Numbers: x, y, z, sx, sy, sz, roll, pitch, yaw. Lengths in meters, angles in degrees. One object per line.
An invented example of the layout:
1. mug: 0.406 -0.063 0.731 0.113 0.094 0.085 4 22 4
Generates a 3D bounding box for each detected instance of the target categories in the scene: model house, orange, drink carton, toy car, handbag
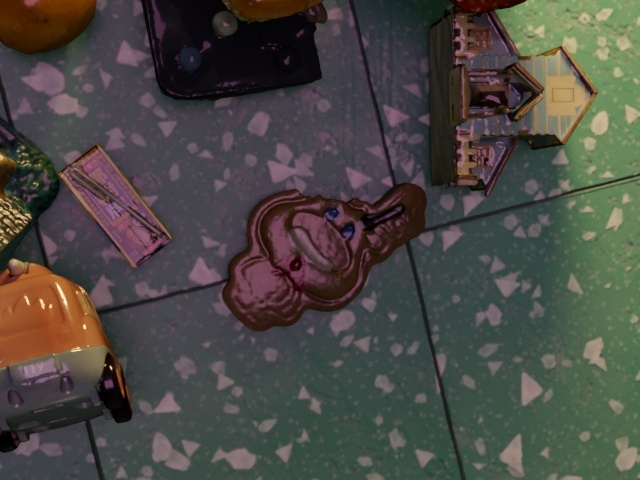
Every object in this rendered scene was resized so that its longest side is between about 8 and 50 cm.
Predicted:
1. model house: -0.489 -0.074 1.422 0.261 0.241 0.226 36 88 -8
2. model house: 0.268 -0.196 1.573 0.206 0.178 0.271 0 88 -10
3. orange: -0.374 -0.314 1.482 0.159 0.159 0.136 18 122 -9
4. drink carton: -0.278 -0.046 1.546 0.071 0.056 0.165 -39 96 -9
5. toy car: -0.353 0.140 1.451 0.180 0.270 0.212 -14 75 -8
6. handbag: -0.112 -0.362 1.538 0.269 0.118 0.325 -11 95 -9

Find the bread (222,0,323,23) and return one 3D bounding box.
1. bread: -0.077 -0.389 1.424 0.174 0.121 0.245 -23 85 -8

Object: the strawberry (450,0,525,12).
1. strawberry: 0.175 -0.463 1.488 0.351 0.267 0.312 52 40 -3

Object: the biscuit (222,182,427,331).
1. biscuit: 0.006 0.007 1.600 0.320 0.047 0.183 -18 97 -9
